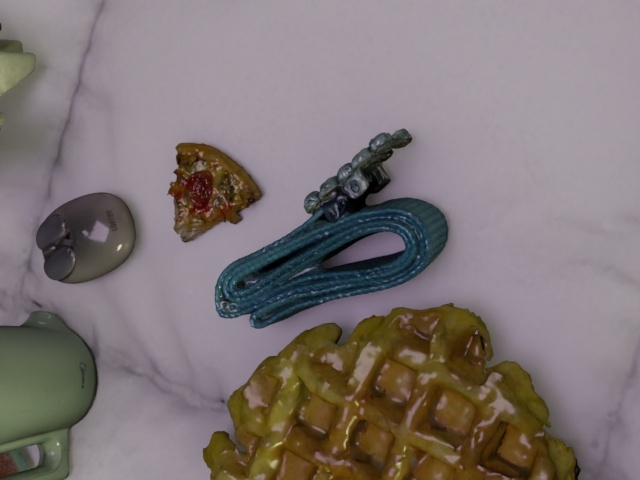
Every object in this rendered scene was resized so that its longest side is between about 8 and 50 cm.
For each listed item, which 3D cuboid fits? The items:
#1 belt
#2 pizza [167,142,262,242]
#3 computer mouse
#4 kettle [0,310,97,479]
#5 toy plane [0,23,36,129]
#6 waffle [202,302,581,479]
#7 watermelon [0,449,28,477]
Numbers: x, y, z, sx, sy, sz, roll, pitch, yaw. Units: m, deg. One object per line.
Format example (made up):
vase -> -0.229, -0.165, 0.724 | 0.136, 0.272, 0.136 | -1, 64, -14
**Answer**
belt -> -0.002, 0.001, 0.903 | 0.179, 0.065, 0.100 | -24, 90, 24
pizza -> -0.089, -0.031, 0.964 | 0.083, 0.025, 0.078 | 30, 100, 22
computer mouse -> -0.190, -0.001, 1.005 | 0.096, 0.039, 0.066 | -20, 81, 25
kettle -> -0.242, 0.121, 0.972 | 0.098, 0.148, 0.126 | -40, 72, 18
toy plane -> -0.309, -0.068, 1.038 | 0.192, 0.088, 0.262 | 38, 111, 49
waffle -> 0.053, 0.211, 0.874 | 0.302, 0.068, 0.324 | -25, 81, 24
watermelon -> -0.275, 0.200, 1.035 | 0.085, 0.061, 0.085 | -4, 82, 33
